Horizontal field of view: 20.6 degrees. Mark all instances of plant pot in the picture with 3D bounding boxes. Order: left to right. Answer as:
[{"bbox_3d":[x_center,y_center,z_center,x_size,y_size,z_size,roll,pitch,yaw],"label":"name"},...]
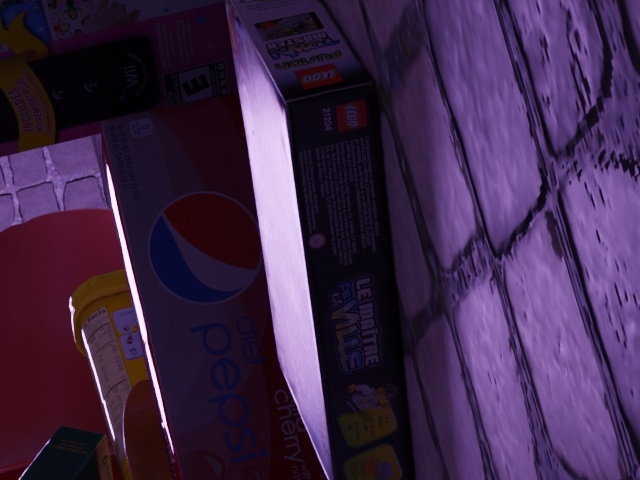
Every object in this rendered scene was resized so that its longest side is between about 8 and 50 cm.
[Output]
[{"bbox_3d":[-0.201,0.121,1.554,0.275,0.275,0.243,95,168,-63],"label":"plant pot"}]

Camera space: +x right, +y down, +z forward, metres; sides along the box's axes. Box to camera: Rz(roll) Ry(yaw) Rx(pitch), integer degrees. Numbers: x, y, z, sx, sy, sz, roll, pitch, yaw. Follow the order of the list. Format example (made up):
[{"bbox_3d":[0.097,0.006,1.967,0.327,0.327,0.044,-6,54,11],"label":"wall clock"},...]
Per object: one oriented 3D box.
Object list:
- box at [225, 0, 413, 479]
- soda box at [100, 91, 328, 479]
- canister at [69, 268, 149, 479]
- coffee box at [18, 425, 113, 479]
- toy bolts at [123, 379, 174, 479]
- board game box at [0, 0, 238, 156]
[{"bbox_3d":[0.000,0.000,0.758,0.114,0.036,0.207,-117,16,-56],"label":"box"},{"bbox_3d":[-0.057,0.054,1.015,0.083,0.092,0.263,119,138,-77],"label":"soda box"},{"bbox_3d":[-0.102,0.099,1.260,0.073,0.126,0.170,89,163,-45],"label":"canister"},{"bbox_3d":[-0.190,0.221,1.172,0.184,0.040,0.113,-56,-33,-55],"label":"coffee box"},{"bbox_3d":[-0.114,0.214,1.144,0.228,0.158,0.218,23,-128,-66],"label":"toy bolts"},{"bbox_3d":[-0.211,-0.154,0.990,0.097,0.303,0.224,-113,13,-48],"label":"board game box"}]
